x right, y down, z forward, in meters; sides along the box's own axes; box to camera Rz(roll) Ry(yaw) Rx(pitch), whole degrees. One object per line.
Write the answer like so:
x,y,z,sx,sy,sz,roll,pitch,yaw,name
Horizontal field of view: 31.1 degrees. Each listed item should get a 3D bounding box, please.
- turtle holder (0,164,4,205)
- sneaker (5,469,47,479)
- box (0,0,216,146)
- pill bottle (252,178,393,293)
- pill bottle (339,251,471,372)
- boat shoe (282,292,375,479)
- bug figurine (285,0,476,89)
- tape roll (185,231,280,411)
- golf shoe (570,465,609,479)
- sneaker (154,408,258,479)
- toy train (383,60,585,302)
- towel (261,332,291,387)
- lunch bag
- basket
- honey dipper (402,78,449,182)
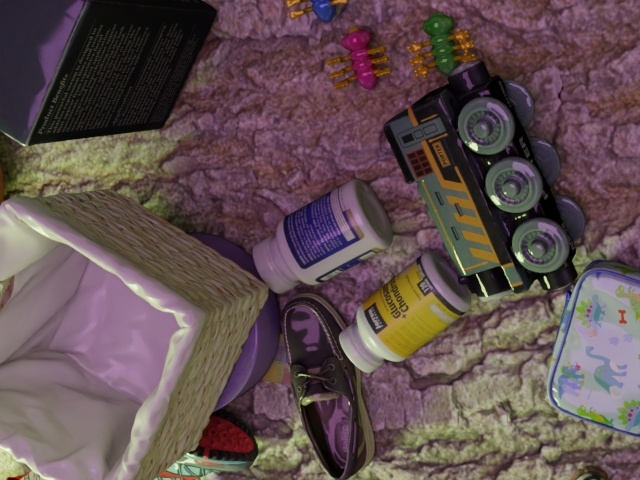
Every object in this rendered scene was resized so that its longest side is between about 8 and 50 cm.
-0.638,-0.059,1.777,0.243,0.320,0.227,3,128,48,turtle holder
-0.526,0.489,1.932,0.270,0.090,0.145,-39,84,16,sneaker
-0.377,-0.301,1.593,0.293,0.395,0.212,31,107,12,box
0.000,0.000,1.665,0.186,0.112,0.112,-28,89,20,pill bottle
0.118,0.108,1.646,0.184,0.103,0.103,-40,85,19,pill bottle
0.007,0.219,1.705,0.102,0.092,0.285,-13,96,17,boat shoe
0.099,-0.322,1.602,0.279,0.072,0.216,-9,102,15,bug figurine
-0.204,0.128,1.760,0.274,0.090,0.275,3,100,20,tape roll
0.356,0.413,1.625,0.067,0.086,0.186,16,105,14,golf shoe
-0.223,0.333,1.816,0.261,0.104,0.125,4,130,9,sneaker
0.224,-0.073,1.560,0.190,0.142,0.334,-19,103,32,toy train
-0.066,0.182,1.770,0.060,0.009,0.083,11,101,17,towel
0.407,0.143,1.562,0.176,0.090,0.219,16,103,15,lunch bag
-0.303,0.137,1.608,0.331,0.266,0.328,30,107,14,basket
0.156,-0.151,1.632,0.030,0.030,0.161,30,108,12,honey dipper
